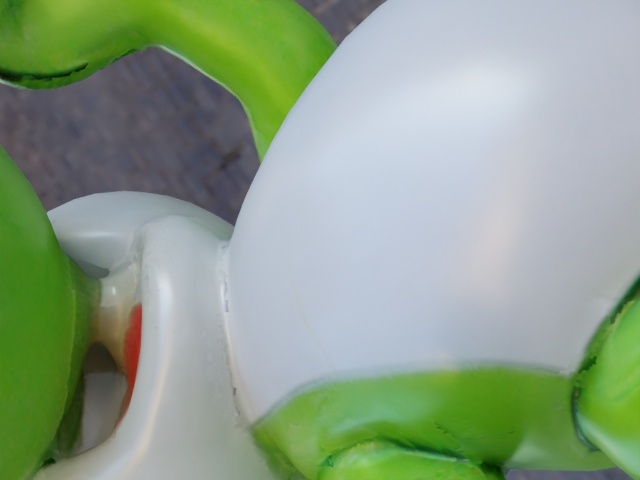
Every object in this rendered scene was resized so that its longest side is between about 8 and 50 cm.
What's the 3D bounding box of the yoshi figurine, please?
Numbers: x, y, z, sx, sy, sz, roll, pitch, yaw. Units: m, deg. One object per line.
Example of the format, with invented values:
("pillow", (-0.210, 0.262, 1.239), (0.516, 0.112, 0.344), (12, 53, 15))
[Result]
("yoshi figurine", (-0.014, -0.002, 0.405), (0.362, 0.203, 0.203), (-28, 100, 26))
